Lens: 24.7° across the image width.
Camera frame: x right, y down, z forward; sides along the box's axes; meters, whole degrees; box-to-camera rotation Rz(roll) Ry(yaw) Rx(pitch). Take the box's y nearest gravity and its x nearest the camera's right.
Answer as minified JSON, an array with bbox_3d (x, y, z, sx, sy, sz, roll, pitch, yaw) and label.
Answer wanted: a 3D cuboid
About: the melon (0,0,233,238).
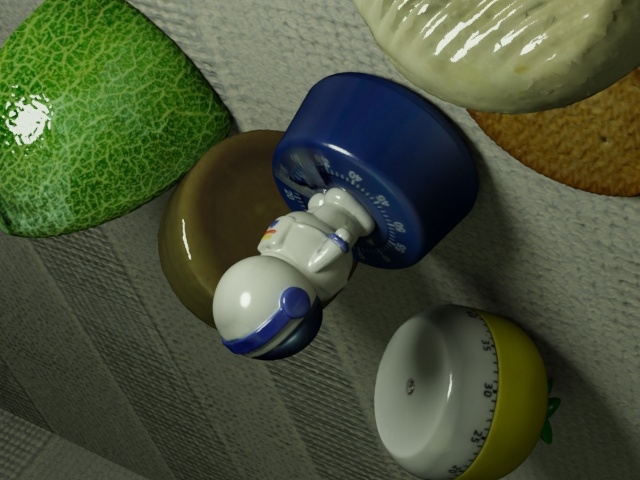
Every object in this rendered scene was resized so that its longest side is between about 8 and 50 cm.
[{"bbox_3d":[-0.356,-0.158,2.126,0.331,0.343,0.226,46,156,-21],"label":"melon"}]

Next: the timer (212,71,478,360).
[{"bbox_3d":[0.000,0.000,1.882,0.270,0.383,0.270,29,152,17],"label":"timer"}]

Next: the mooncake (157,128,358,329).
[{"bbox_3d":[-0.090,-0.006,2.092,0.284,0.284,0.155,43,156,-9],"label":"mooncake"}]

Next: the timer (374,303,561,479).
[{"bbox_3d":[0.243,0.233,2.136,0.285,0.285,0.285,29,152,17],"label":"timer"}]

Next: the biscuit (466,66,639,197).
[{"bbox_3d":[0.286,-0.157,1.656,0.305,0.038,0.305,26,155,13],"label":"biscuit"}]

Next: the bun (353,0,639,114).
[{"bbox_3d":[0.185,-0.274,1.330,0.362,0.326,0.234,45,-161,33],"label":"bun"}]
